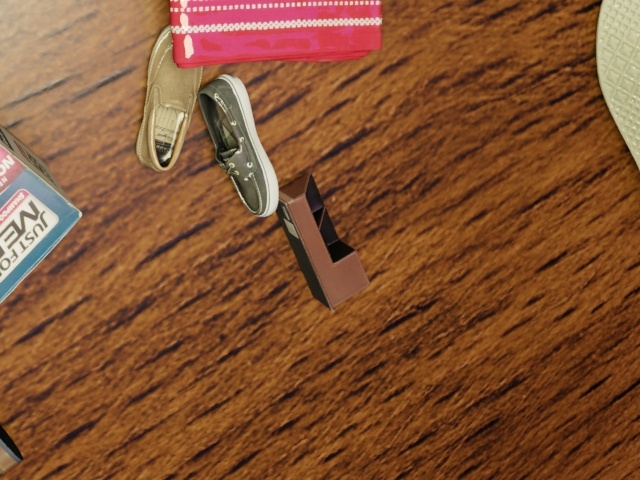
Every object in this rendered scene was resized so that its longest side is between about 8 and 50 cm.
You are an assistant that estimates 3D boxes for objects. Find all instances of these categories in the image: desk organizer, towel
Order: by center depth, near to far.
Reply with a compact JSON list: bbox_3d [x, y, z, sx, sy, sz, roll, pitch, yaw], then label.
[{"bbox_3d":[-0.040,-0.288,0.924,0.199,0.031,0.275,-8,108,-20],"label":"towel"},{"bbox_3d":[0.000,0.000,1.076,0.050,0.047,0.130,-31,117,-15],"label":"desk organizer"}]

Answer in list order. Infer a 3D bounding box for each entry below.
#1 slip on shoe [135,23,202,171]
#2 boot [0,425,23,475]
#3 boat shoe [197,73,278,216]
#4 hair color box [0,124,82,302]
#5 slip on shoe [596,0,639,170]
[{"bbox_3d":[-0.136,-0.128,0.973,0.051,0.041,0.135,13,102,-27],"label":"slip on shoe"},{"bbox_3d":[-0.369,0.158,0.943,0.106,0.082,0.219,-39,120,-11],"label":"boot"},{"bbox_3d":[-0.081,-0.084,1.005,0.040,0.049,0.142,-32,113,-40],"label":"boat shoe"},{"bbox_3d":[-0.354,-0.111,0.804,0.105,0.174,0.347,-48,119,-2],"label":"hair color box"},{"bbox_3d":[0.392,-0.153,1.177,0.101,0.123,0.331,-46,119,-41],"label":"slip on shoe"}]
